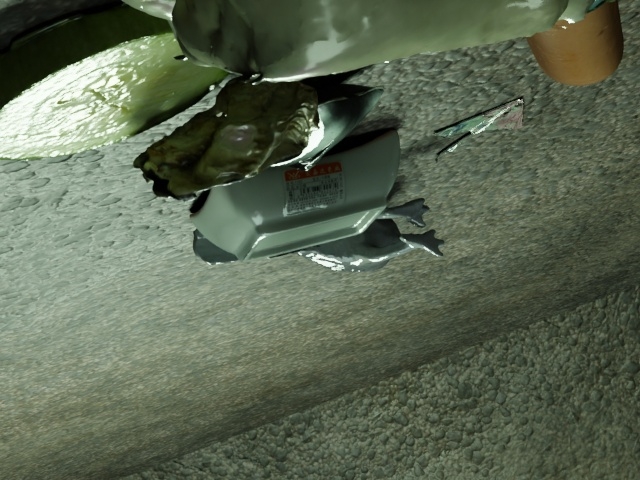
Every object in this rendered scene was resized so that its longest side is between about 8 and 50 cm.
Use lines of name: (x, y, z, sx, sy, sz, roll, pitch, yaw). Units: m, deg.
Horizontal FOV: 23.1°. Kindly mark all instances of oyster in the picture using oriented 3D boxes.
oyster: (-0.073, -0.100, 1.326, 0.163, 0.081, 0.191, -8, -164, 21)

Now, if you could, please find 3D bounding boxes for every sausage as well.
sausage: (0.213, -0.197, 1.345, 0.086, 0.086, 0.289, -22, 167, 10)

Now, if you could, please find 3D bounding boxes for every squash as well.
squash: (-0.164, -0.120, 1.213, 0.219, 0.041, 0.219, -18, 167, -4)

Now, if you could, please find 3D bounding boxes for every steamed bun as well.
steamed bun: (0.016, -0.197, 0.818, 0.275, 0.206, 0.320, -8, -166, -14)

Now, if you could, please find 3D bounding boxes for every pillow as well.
pillow: (-0.009, -0.107, 1.456, 0.091, 0.055, 0.136, 11, 150, -30)

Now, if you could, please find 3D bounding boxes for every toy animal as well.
toy animal: (0.038, -0.004, 1.831, 0.206, 0.081, 0.367, -6, 177, 32)

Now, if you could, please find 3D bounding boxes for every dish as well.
dish: (-0.018, -0.038, 1.656, 0.212, 0.077, 0.151, -14, 166, -22)

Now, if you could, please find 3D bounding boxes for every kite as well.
kite: (0.176, -0.122, 1.745, 0.139, 0.011, 0.157, -4, 159, -41)

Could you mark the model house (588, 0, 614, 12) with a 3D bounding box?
model house: (0.230, -0.248, 1.133, 0.149, 0.119, 0.148, -26, 167, -8)
